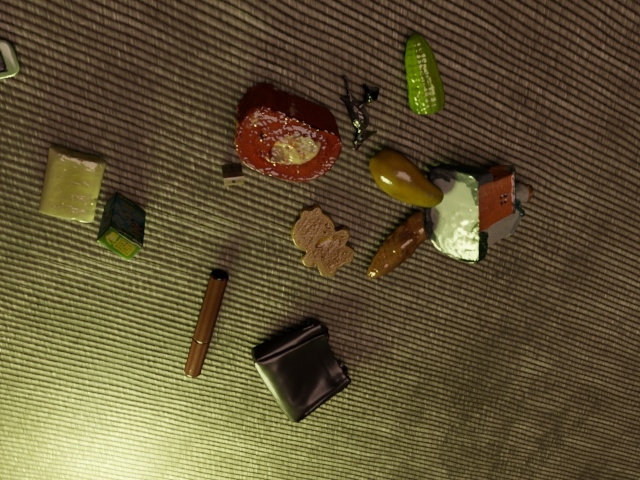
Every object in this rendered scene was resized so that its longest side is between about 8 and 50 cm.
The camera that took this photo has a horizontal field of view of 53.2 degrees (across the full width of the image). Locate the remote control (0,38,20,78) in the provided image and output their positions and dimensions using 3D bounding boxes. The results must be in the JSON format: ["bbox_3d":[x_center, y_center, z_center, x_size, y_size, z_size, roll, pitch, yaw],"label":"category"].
[{"bbox_3d":[-0.838,-0.387,1.433,0.309,0.038,0.090,-11,120,-7],"label":"remote control"}]

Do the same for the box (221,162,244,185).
[{"bbox_3d":[-0.228,-0.172,1.660,0.053,0.083,0.024,-8,124,-10],"label":"box"}]

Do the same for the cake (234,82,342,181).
[{"bbox_3d":[-0.089,-0.264,1.610,0.282,0.151,0.177,17,125,-21],"label":"cake"}]

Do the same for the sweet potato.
[{"bbox_3d":[0.226,0.021,1.861,0.097,0.097,0.252,34,105,-26],"label":"sweet potato"}]

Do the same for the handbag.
[{"bbox_3d":[-0.054,0.402,1.996,0.257,0.113,0.285,-28,113,-4],"label":"handbag"}]

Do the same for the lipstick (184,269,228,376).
[{"bbox_3d":[-0.338,0.247,1.880,0.057,0.057,0.357,12,114,-18],"label":"lipstick"}]

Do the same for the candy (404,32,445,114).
[{"bbox_3d":[0.260,-0.424,1.632,0.096,0.097,0.210,-19,118,-2],"label":"candy"}]

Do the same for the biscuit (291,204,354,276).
[{"bbox_3d":[0.000,0.000,1.834,0.166,0.036,0.225,-38,116,8],"label":"biscuit"}]

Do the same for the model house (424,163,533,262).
[{"bbox_3d":[0.472,-0.112,1.827,0.300,0.190,0.272,-21,117,-28],"label":"model house"}]

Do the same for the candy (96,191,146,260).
[{"bbox_3d":[-0.497,-0.038,1.608,0.097,0.194,0.062,37,106,-27],"label":"candy"}]

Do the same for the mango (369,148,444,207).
[{"bbox_3d":[0.231,-0.162,1.738,0.227,0.136,0.099,32,68,-10],"label":"mango"}]

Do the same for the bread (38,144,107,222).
[{"bbox_3d":[-0.623,-0.140,1.603,0.139,0.060,0.178,15,114,-19],"label":"bread"}]

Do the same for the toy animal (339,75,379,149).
[{"bbox_3d":[0.102,-0.331,1.672,0.105,0.070,0.203,-1,124,0],"label":"toy animal"}]
